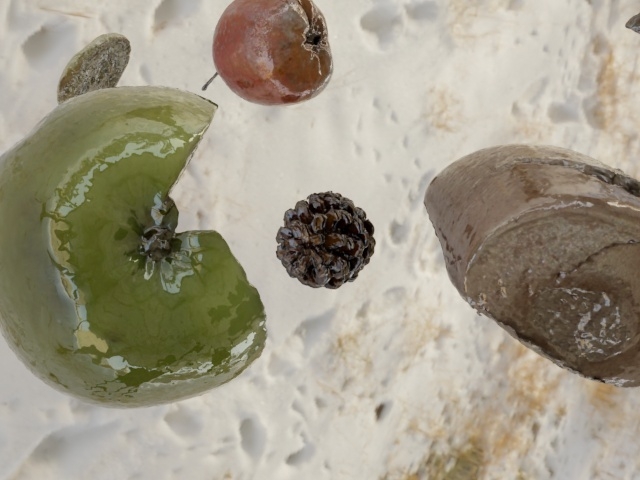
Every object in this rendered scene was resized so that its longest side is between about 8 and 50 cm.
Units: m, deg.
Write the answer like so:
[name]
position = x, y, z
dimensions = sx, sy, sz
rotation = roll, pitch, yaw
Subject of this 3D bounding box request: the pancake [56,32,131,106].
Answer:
[pancake]
position = -0.333, -0.240, 1.197
dimensions = 0.152, 0.025, 0.151
rotation = -52, 176, -6

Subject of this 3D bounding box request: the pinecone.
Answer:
[pinecone]
position = 0.000, 0.000, 1.739
dimensions = 0.221, 0.221, 0.222
rotation = -25, 124, -45

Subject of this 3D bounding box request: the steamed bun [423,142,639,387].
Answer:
[steamed bun]
position = 0.283, -0.002, 0.912
dimensions = 0.301, 0.252, 0.199
rotation = 27, 120, -16

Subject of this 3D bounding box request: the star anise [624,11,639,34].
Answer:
[star anise]
position = 0.443, -0.268, 0.859
dimensions = 0.227, 0.218, 0.148
rotation = 5, 65, -57

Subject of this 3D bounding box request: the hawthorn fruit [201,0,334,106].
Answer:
[hawthorn fruit]
position = -0.101, -0.375, 1.567
dimensions = 0.231, 0.262, 0.235
rotation = -97, -167, -70

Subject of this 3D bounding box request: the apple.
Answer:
[apple]
position = -0.189, 0.007, 0.740
dimensions = 0.233, 0.258, 0.295
rotation = -8, 87, -17
